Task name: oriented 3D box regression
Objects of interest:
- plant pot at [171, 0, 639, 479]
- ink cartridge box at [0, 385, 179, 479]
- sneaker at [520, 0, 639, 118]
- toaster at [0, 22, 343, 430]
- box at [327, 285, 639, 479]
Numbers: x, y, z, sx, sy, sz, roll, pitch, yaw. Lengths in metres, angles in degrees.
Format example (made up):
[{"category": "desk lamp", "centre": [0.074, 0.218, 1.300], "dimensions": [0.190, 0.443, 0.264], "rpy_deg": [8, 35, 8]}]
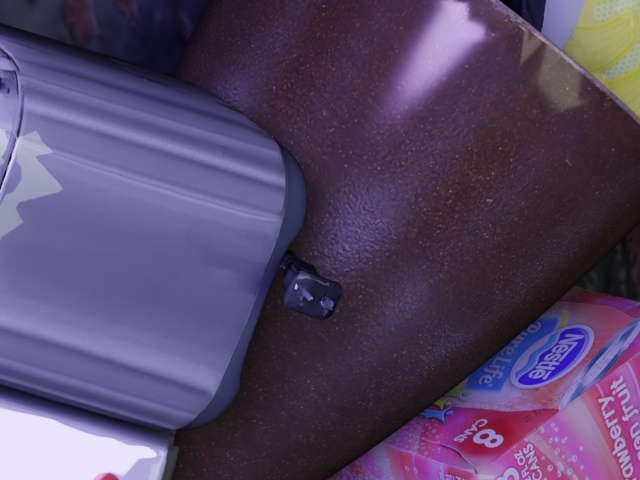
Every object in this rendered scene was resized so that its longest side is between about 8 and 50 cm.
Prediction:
[{"category": "plant pot", "centre": [0.000, 0.000, 0.844], "dimensions": [0.215, 0.215, 0.230], "rpy_deg": [36, 91, -35]}, {"category": "ink cartridge box", "centre": [-0.164, 0.114, 0.744], "dimensions": [0.191, 0.082, 0.139], "rpy_deg": [16, 87, 0]}, {"category": "sneaker", "centre": [0.250, -0.044, 1.043], "dimensions": [0.384, 0.147, 0.145], "rpy_deg": [45, 73, -32]}, {"category": "toaster", "centre": [-0.113, -0.012, 0.725], "dimensions": [0.146, 0.227, 0.129], "rpy_deg": [17, 97, -38]}, {"category": "box", "centre": [0.124, 0.185, 0.990], "dimensions": [0.154, 0.142, 0.300], "rpy_deg": [-31, 115, -28]}]
